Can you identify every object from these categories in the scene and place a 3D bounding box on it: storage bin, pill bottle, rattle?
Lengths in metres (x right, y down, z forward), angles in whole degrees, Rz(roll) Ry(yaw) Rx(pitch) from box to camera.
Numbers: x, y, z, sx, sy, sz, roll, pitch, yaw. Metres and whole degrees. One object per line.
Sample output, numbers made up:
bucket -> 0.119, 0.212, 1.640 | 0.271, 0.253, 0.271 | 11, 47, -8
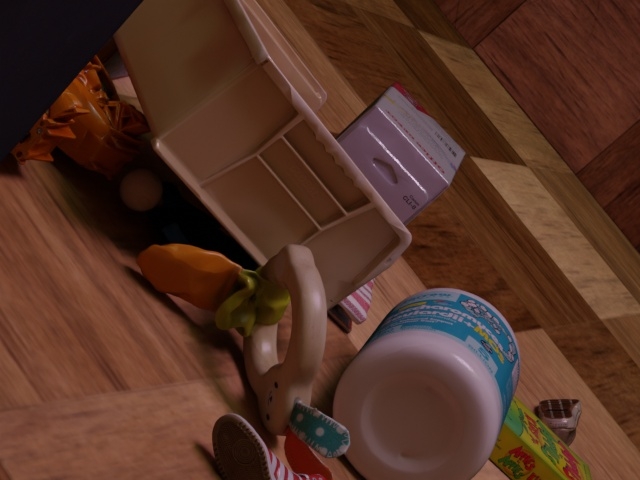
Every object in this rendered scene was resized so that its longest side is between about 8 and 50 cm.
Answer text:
storage bin -> -0.058, -0.104, 1.492 | 0.260, 0.123, 0.262 | 49, 8, -38
pill bottle -> 0.106, 0.128, 1.539 | 0.146, 0.146, 0.264 | 48, 17, 0
rattle -> -0.061, 0.098, 1.341 | 0.142, 0.130, 0.200 | 19, 59, -38

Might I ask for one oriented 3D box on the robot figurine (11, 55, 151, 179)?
robot figurine -> -0.270, -0.182, 1.407 | 0.291, 0.085, 0.211 | 54, 17, 17

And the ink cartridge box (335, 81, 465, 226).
ink cartridge box -> 0.076, -0.089, 1.962 | 0.128, 0.127, 0.176 | 47, 17, -3

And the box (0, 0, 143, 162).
box -> -0.385, -0.210, 0.806 | 0.472, 0.297, 0.480 | 47, 17, 4

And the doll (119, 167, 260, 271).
doll -> -0.111, -0.008, 1.476 | 0.189, 0.046, 0.129 | 36, 20, -42

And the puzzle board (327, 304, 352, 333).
puzzle board -> 0.001, 0.035, 1.715 | 0.096, 0.011, 0.128 | 43, 18, -14

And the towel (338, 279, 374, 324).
towel -> 0.000, 0.000, 1.727 | 0.144, 0.029, 0.197 | 45, 20, -13

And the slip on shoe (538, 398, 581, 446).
slip on shoe -> 0.282, 0.215, 1.956 | 0.135, 0.051, 0.041 | -41, 129, -81

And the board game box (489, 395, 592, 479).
board game box -> 0.217, 0.220, 1.778 | 0.181, 0.043, 0.092 | 43, 18, -15

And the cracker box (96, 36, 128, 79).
cracker box -> -0.226, -0.242, 1.669 | 0.156, 0.067, 0.232 | 49, 17, 1

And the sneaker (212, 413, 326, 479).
sneaker -> -0.035, 0.178, 1.267 | 0.118, 0.042, 0.067 | 57, 22, 3
